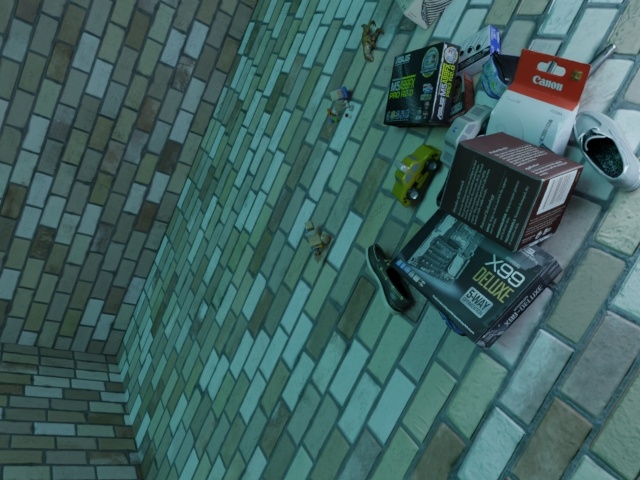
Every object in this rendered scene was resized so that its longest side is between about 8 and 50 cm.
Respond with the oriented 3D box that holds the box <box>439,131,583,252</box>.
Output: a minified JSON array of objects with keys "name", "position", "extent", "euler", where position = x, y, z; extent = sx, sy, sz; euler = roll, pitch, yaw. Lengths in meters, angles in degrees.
[{"name":"box","position":[0.397,-0.110,1.080],"extent":[0.203,0.168,0.167],"euler":[38,133,38]}]

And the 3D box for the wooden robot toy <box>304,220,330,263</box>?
[{"name":"wooden robot toy","position":[0.000,0.000,1.801],"extent":[0.079,0.076,0.173],"euler":[-22,50,7]}]

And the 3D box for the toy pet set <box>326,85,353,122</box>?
[{"name":"toy pet set","position":[0.079,-0.515,1.922],"extent":[0.122,0.065,0.114],"euler":[4,114,58]}]

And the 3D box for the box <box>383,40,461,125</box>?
[{"name":"box","position":[0.289,-0.446,1.498],"extent":[0.270,0.060,0.216],"euler":[-153,70,-65]}]

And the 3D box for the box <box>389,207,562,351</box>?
[{"name":"box","position":[0.342,0.061,1.169],"extent":[0.242,0.076,0.307],"euler":[-48,45,6]}]

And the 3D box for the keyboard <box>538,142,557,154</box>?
[{"name":"keyboard","position":[0.465,-0.129,1.145],"extent":[0.108,0.023,0.180],"euler":[53,139,35]}]

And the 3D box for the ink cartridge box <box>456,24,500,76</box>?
[{"name":"ink cartridge box","position":[0.407,-0.509,1.443],"extent":[0.207,0.046,0.097],"euler":[-18,61,52]}]

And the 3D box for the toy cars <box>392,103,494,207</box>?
[{"name":"toy cars","position":[0.309,-0.234,1.381],"extent":[0.394,0.087,0.176],"euler":[-34,38,52]}]

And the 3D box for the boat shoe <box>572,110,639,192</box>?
[{"name":"boat shoe","position":[0.571,-0.196,1.037],"extent":[0.079,0.081,0.227],"euler":[-46,40,35]}]

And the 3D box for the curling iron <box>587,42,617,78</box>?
[{"name":"curling iron","position":[0.551,-0.342,1.174],"extent":[0.274,0.035,0.068],"euler":[-45,43,35]}]

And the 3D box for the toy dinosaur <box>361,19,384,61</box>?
[{"name":"toy dinosaur","position":[0.171,-0.758,1.875],"extent":[0.112,0.064,0.211],"euler":[-31,51,46]}]

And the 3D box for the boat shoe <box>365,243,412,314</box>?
[{"name":"boat shoe","position":[0.196,0.097,1.449],"extent":[0.069,0.081,0.227],"euler":[-43,51,32]}]

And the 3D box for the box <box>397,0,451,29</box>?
[{"name":"box","position":[0.371,-0.804,1.570],"extent":[0.275,0.113,0.094],"euler":[-45,43,36]}]

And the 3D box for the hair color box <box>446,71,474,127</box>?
[{"name":"hair color box","position":[0.387,-0.387,1.420],"extent":[0.072,0.043,0.141],"euler":[-24,56,49]}]

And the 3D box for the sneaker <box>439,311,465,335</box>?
[{"name":"sneaker","position":[0.335,0.121,1.238],"extent":[0.087,0.083,0.221],"euler":[-24,58,41]}]

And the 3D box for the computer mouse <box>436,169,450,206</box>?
[{"name":"computer mouse","position":[0.391,-0.135,1.287],"extent":[0.262,0.060,0.184],"euler":[25,95,56]}]

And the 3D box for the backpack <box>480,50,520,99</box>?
[{"name":"backpack","position":[0.461,-0.398,1.272],"extent":[0.084,0.105,0.114],"euler":[119,151,-57]}]

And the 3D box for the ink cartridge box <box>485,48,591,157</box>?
[{"name":"ink cartridge box","position":[0.475,-0.291,1.147],"extent":[0.189,0.066,0.232],"euler":[43,141,47]}]
